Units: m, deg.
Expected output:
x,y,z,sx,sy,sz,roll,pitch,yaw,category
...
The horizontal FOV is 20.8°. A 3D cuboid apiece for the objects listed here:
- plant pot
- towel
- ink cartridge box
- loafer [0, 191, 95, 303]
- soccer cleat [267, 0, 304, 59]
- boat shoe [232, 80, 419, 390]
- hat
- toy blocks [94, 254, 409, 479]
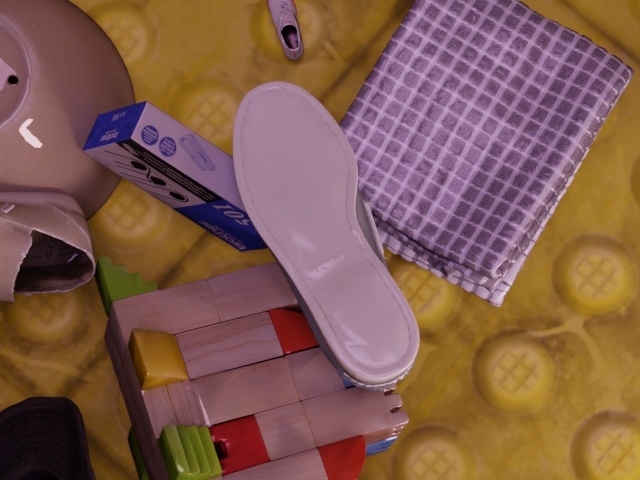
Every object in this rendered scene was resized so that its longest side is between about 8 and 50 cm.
x,y,z,sx,sy,sz,roll,pitch,yaw,category
-0.333,-0.140,1.716,0.284,0.191,0.284,0,81,0,plant pot
0.148,-0.109,1.748,0.235,0.121,0.283,31,82,5,towel
-0.120,-0.059,1.699,0.207,0.097,0.046,33,67,-29,ink cartridge box
-0.314,0.007,1.610,0.092,0.268,0.102,42,124,34,loafer
-0.036,-0.228,1.809,0.029,0.035,0.083,-15,81,-2,soccer cleat
0.000,0.000,1.659,0.116,0.099,0.319,-22,71,-8,boat shoe
-0.247,0.319,1.649,0.134,0.331,0.331,19,79,-35,hat
-0.040,0.174,1.685,0.261,0.191,0.381,-13,70,-18,toy blocks
